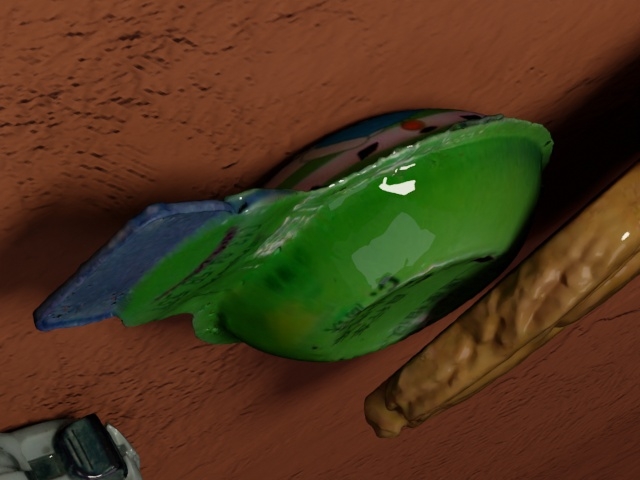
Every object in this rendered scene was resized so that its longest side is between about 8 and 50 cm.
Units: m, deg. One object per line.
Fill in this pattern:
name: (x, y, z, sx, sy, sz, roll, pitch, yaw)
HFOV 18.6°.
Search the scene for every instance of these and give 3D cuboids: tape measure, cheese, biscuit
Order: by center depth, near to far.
cheese: (0.000, 0.000, 0.933, 0.204, 0.083, 0.320, -40, 158, 33)
biscuit: (0.156, -0.002, 1.044, 0.376, 0.051, 0.269, -43, 174, 31)
tape measure: (-0.205, 0.209, 1.162, 0.164, 0.084, 0.330, -9, 151, -31)
